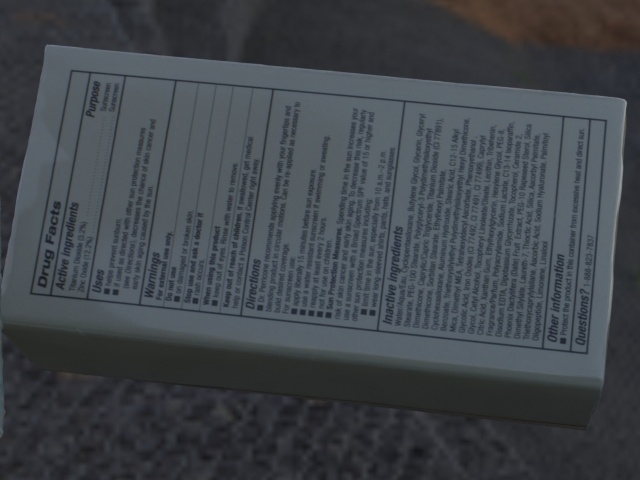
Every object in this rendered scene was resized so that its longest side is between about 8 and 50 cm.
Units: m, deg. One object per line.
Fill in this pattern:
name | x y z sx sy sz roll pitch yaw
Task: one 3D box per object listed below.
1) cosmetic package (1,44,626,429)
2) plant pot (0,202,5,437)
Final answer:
cosmetic package | 0.000 0.000 0.966 0.309 0.160 0.113 7 -17 7
plant pot | -0.293 0.002 0.674 0.252 0.248 0.247 -35 26 6
